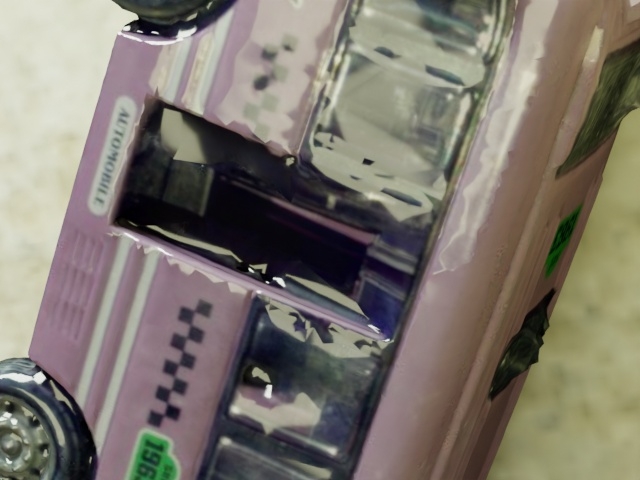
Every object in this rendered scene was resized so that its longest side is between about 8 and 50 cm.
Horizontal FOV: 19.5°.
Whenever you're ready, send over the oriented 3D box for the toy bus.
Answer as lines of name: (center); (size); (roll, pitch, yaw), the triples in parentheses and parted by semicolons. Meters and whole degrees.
toy bus: (0.000, 0.000, 0.388); (0.108, 0.096, 0.199); (25, 112, 15)
